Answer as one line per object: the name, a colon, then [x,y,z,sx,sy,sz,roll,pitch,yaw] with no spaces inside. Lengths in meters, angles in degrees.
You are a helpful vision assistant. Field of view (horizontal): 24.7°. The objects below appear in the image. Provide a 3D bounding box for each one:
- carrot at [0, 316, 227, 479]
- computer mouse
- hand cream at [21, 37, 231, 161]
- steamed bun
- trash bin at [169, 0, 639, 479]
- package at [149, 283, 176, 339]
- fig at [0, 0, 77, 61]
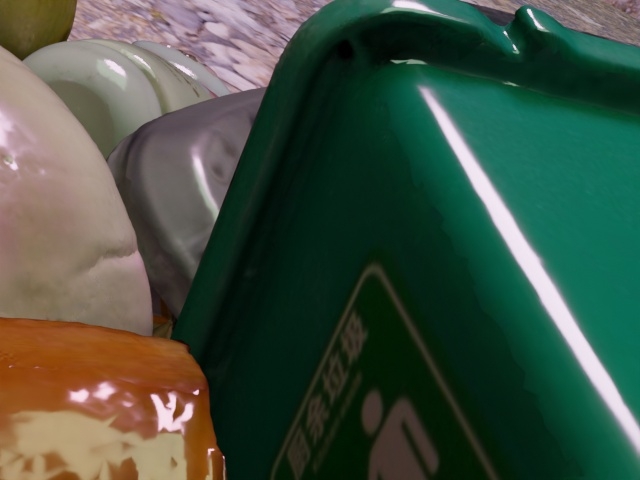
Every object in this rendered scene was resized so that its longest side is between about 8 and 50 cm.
carrot: [-0.151,0.072,0.380,0.225,0.159,0.159,19,22,-18]
computer mouse: [-0.005,0.004,0.815,0.197,0.095,0.331,53,25,10]
hand cream: [-0.114,-0.079,0.919,0.147,0.093,0.306,29,10,3]
steamed bun: [-0.168,-0.016,0.570,0.238,0.152,0.170,37,22,29]
trash bin: [0.120,0.110,0.505,0.295,0.259,0.381,10,32,-23]
package: [-0.125,0.014,0.733,0.120,0.031,0.108,21,22,-17]
fig: [-0.216,-0.154,0.890,0.136,0.121,0.153,18,22,-14]
